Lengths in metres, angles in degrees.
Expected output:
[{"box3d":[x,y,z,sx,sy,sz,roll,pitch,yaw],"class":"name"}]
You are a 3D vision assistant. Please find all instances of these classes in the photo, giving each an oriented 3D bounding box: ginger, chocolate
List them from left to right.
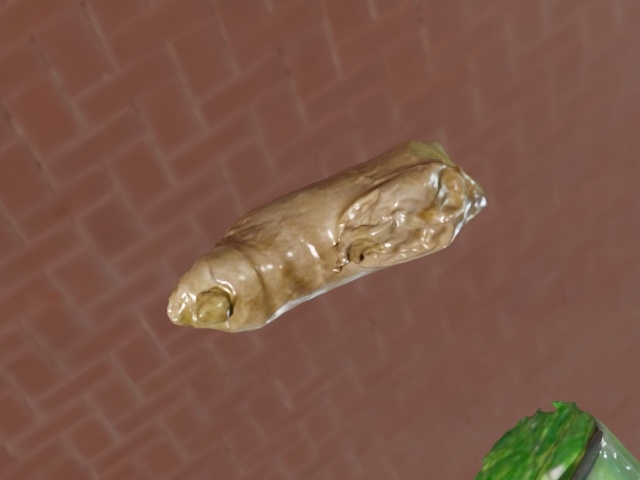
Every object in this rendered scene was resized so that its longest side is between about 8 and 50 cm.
[{"box3d":[0.001,-0.001,0.954,0.213,0.074,0.137,-30,-174,-3],"class":"ginger"},{"box3d":[0.222,0.230,0.927,0.110,0.110,0.291,-44,106,8],"class":"chocolate"}]
